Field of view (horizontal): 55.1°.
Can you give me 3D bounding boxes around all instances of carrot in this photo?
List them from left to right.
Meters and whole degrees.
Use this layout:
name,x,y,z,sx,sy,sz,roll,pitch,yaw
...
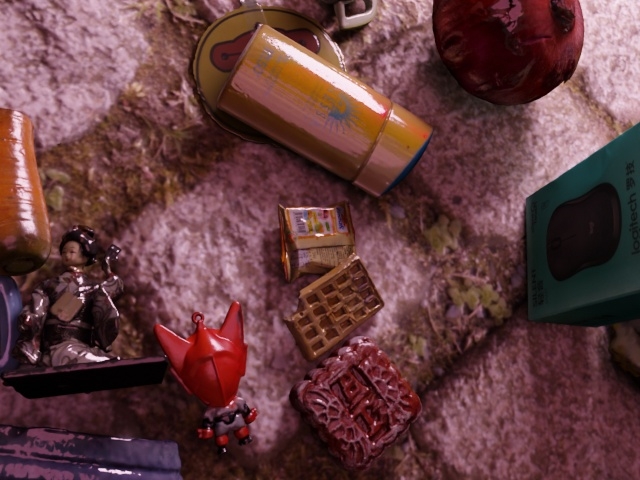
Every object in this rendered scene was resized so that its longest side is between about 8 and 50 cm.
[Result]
name,x,y,z,sx,sy,sz,roll,pitch,yaw
carrot,-0.362,-0.055,0.709,0.087,0.087,0.193,-11,69,-19

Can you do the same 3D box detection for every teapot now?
name,x,y,z,sx,sy,sz,roll,pitch,yaw
teapot,0.040,-0.388,0.920,0.091,0.124,0.092,-19,41,-35

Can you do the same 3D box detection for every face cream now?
name,x,y,z,sx,sy,sz,roll,pitch,yaw
face cream,0.013,-0.171,0.846,0.285,0.067,0.139,29,74,-10

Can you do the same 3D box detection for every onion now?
name,x,y,z,sx,sy,sz,roll,pitch,yaw
onion,0.282,-0.319,0.908,0.247,0.190,0.246,5,80,-33

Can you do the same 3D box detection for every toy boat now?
name,x,y,z,sx,sy,sz,roll,pitch,yaw
toy boat,-0.282,0.235,0.639,0.283,0.127,0.078,10,68,-13

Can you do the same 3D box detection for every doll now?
name,x,y,z,sx,sy,sz,roll,pitch,yaw
doll,-0.126,0.167,0.737,0.109,0.057,0.168,-15,81,-21

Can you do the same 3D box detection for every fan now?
name,x,y,z,sx,sy,sz,roll,pitch,yaw
fan,-0.079,-0.279,0.883,0.230,0.011,0.334,-15,84,-19

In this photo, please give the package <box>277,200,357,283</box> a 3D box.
name,x,y,z,sx,sy,sz,roll,pitch,yaw
package,-0.002,0.000,0.830,0.121,0.031,0.107,-5,80,-25

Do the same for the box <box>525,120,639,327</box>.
name,x,y,z,sx,sy,sz,roll,pitch,yaw
box,0.385,-0.004,0.798,0.118,0.311,0.205,8,76,-5

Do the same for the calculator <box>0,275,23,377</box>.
name,x,y,z,sx,sy,sz,roll,pitch,yaw
calculator,-0.427,0.100,0.673,0.211,0.039,0.121,-4,80,-18

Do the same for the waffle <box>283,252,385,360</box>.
name,x,y,z,sx,sy,sz,roll,pitch,yaw
waffle,0.016,0.088,0.808,0.135,0.021,0.092,-33,107,-22

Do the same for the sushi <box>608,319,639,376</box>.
name,x,y,z,sx,sy,sz,roll,pitch,yaw
sushi,0.581,0.065,0.798,0.240,0.397,0.351,3,87,-20

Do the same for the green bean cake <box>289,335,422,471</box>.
name,x,y,z,sx,sy,sz,roll,pitch,yaw
green bean cake,0.046,0.206,0.781,0.136,0.056,0.135,-38,91,-21

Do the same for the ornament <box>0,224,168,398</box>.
name,x,y,z,sx,sy,sz,roll,pitch,yaw
ornament,-0.266,0.065,0.685,0.167,0.153,0.195,-3,69,-18
